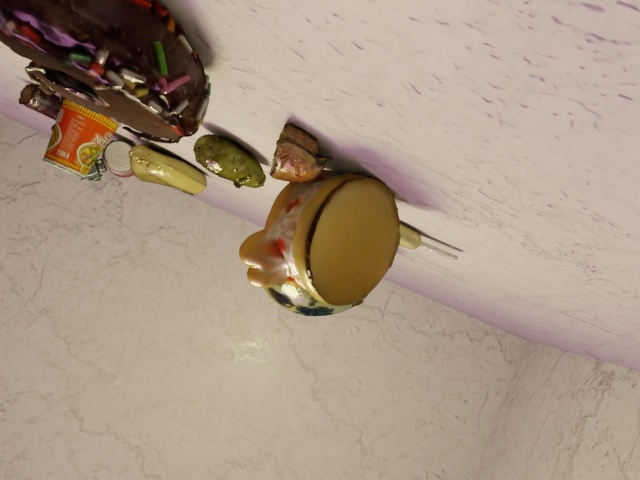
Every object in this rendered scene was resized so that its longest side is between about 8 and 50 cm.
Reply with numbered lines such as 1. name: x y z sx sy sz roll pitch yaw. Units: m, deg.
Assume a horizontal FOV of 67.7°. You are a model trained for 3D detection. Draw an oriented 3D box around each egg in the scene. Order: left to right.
1. egg: -0.008 0.091 1.653 0.428 0.345 0.345 14 180 -30

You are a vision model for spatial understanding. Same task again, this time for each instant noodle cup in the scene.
1. instant noodle cup: -0.769 -0.318 1.510 0.193 0.212 0.193 23 174 2

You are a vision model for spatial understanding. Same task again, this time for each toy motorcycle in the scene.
1. toy motorcycle: -0.885 -0.351 1.760 0.274 0.125 0.187 69 167 -12

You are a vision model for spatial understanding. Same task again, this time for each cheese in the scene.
1. cheese: -0.585 -0.267 1.780 0.260 0.128 0.316 14 178 17
2. cheese: 0.238 0.000 1.254 0.255 0.050 0.127 23 175 -2

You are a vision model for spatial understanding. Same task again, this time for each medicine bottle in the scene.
1. medicine bottle: -0.793 -0.328 1.908 0.147 0.147 0.247 25 175 -18

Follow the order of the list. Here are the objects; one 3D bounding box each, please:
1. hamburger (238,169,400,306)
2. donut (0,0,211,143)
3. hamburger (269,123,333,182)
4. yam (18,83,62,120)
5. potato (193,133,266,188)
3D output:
1. hamburger: 0.000 0.000 0.949 0.186 0.302 0.261 14 139 42
2. donut: -0.272 -0.238 0.635 0.259 0.136 0.345 22 176 -7
3. hamburger: -0.038 -0.139 0.858 0.102 0.087 0.176 25 172 -6
4. yam: -0.884 -0.439 1.543 0.079 0.079 0.141 20 175 32
5. potato: -0.207 -0.181 1.136 0.117 0.090 0.225 37 -173 34
